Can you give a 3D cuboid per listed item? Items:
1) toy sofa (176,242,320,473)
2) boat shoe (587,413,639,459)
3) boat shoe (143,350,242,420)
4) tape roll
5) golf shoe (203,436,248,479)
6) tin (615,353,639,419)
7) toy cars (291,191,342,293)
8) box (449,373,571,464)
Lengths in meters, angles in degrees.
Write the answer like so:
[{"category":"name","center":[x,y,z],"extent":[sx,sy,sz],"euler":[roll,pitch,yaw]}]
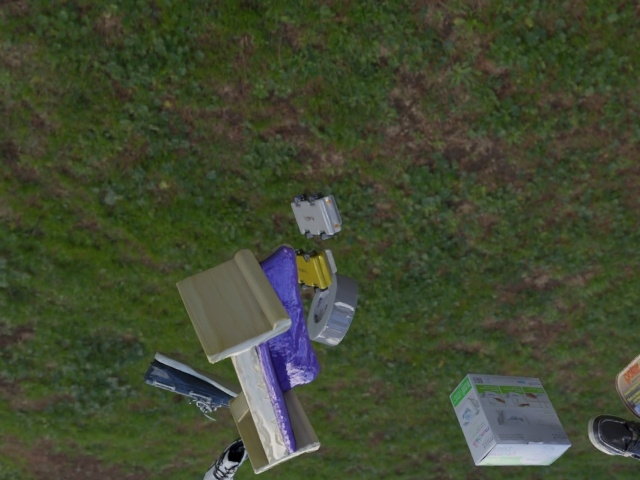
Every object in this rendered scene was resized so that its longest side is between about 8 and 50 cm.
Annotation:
[{"category":"toy sofa","center":[-0.074,0.186,1.012],"extent":[0.177,0.150,0.362],"euler":[-22,137,-12]},{"category":"boat shoe","center":[0.797,0.502,1.678],"extent":[0.285,0.102,0.092],"euler":[25,153,-21]},{"category":"boat shoe","center":[-0.249,0.321,1.416],"extent":[0.255,0.079,0.095],"euler":[28,174,-14]},{"category":"tape roll","center":[0.034,0.207,2.027],"extent":[0.072,0.219,0.219],"euler":[19,136,-15]},{"category":"golf shoe","center":[-0.257,0.604,1.784],"extent":[0.077,0.198,0.094],"euler":[33,169,15]},{"category":"tin","center":[0.574,0.249,1.143],"extent":[0.040,0.106,0.189],"euler":[-29,153,-16]},{"category":"toy cars","center":[0.000,0.000,1.560],"extent":[0.087,0.176,0.393],"euler":[-22,148,-20]},{"category":"box","center":[0.544,0.515,1.917],"extent":[0.262,0.231,0.126],"euler":[7,132,-23]}]
